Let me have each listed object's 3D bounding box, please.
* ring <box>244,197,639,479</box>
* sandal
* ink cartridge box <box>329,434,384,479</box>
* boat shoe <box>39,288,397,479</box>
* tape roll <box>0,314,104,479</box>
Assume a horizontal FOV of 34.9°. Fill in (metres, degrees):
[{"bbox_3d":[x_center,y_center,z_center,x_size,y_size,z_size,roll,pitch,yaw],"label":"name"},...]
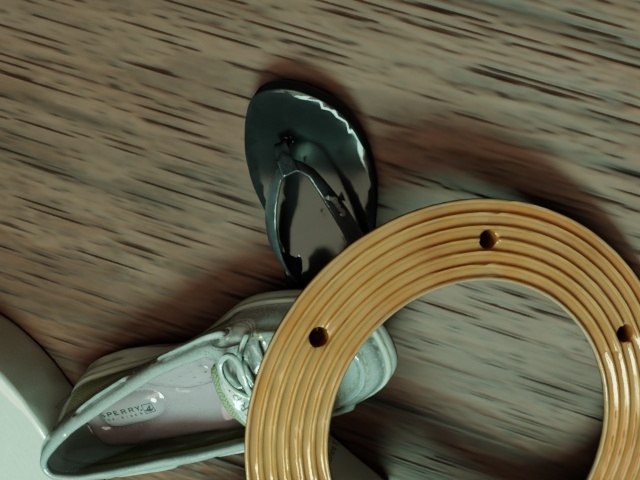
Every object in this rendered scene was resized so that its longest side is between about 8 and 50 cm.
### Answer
[{"bbox_3d":[0.107,0.134,0.745,0.337,0.032,0.336,-3,99,-16],"label":"ring"},{"bbox_3d":[0.001,0.000,0.791,0.097,0.054,0.254,-7,108,16],"label":"sandal"},{"bbox_3d":[-0.051,0.283,0.853,0.093,0.160,0.219,39,115,-3],"label":"ink cartridge box"},{"bbox_3d":[-0.087,0.127,0.812,0.320,0.103,0.118,-15,114,28],"label":"boat shoe"},{"bbox_3d":[-0.394,0.220,0.965,0.392,0.072,0.391,5,111,13],"label":"tape roll"}]
